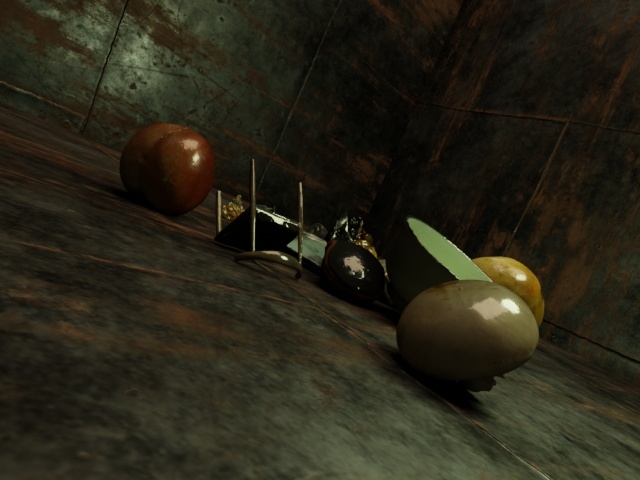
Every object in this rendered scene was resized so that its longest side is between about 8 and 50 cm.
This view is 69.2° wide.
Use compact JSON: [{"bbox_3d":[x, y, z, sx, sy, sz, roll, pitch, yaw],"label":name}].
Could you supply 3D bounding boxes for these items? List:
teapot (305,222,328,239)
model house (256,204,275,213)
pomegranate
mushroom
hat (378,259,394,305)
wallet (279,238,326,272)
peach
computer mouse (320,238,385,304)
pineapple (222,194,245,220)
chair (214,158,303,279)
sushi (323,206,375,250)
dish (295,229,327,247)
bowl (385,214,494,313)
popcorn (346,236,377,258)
[{"bbox_3d":[0.004,-0.009,2.185,0.108,0.111,0.149,38,-11,-35],"label":"teapot"},{"bbox_3d":[-0.242,-0.097,1.981,0.088,0.117,0.167,7,7,-6],"label":"model house"},{"bbox_3d":[0.542,0.183,1.436,0.307,0.308,0.307,24,4,-2],"label":"pomegranate"},{"bbox_3d":[0.239,0.160,0.773,0.226,0.178,0.226,-10,17,3],"label":"mushroom"},{"bbox_3d":[0.273,0.108,1.440,0.244,0.149,0.214,-20,8,6],"label":"hat"},{"bbox_3d":[0.023,0.078,1.461,0.290,0.054,0.251,32,12,22],"label":"wallet"},{"bbox_3d":[-0.405,-0.197,1.255,0.252,0.253,0.252,24,4,-2],"label":"peach"},{"bbox_3d":[0.092,0.070,1.258,0.182,0.116,0.323,31,12,-4],"label":"computer mouse"},{"bbox_3d":[-0.325,-0.118,1.760,0.114,0.114,0.077,27,-16,-21],"label":"pineapple"},{"bbox_3d":[-0.145,-0.024,1.126,0.188,0.166,0.272,22,47,-39],"label":"chair"},{"bbox_3d":[0.122,0.020,1.980,0.212,0.216,0.227,29,-17,2],"label":"sushi"},{"bbox_3d":[-0.038,0.014,1.749,0.229,0.081,0.229,25,3,-2],"label":"dish"},{"bbox_3d":[0.299,0.116,1.222,0.353,0.185,0.354,36,19,-14],"label":"bowl"},{"bbox_3d":[0.144,0.067,1.783,0.167,0.152,0.148,29,46,25],"label":"popcorn"}]
